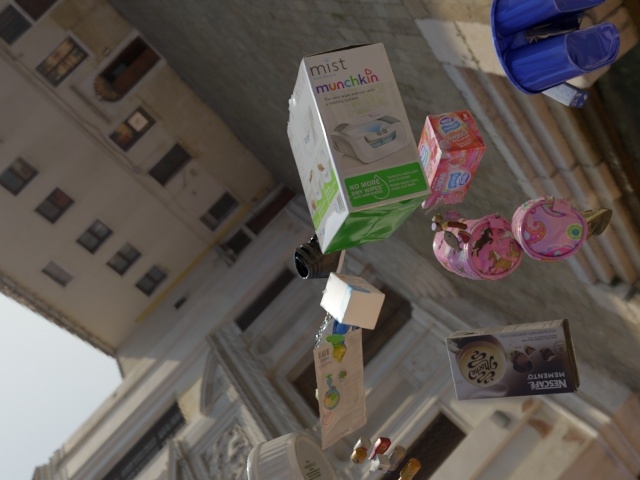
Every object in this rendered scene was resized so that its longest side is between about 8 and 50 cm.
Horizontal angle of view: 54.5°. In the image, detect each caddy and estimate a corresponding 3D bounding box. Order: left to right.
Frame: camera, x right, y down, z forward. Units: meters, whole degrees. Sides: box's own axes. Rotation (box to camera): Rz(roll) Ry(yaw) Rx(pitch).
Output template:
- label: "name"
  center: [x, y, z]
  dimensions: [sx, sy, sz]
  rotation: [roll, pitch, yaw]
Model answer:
- label: "caddy"
  center: [0.497, -0.454, 1.352]
  dimensions: [0.179, 0.341, 0.241]
  rotation: [-7, 104, 49]

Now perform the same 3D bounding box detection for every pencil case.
- label: "pencil case"
  center: [0.426, 0.016, 1.732]
  dimensions: [0.160, 0.167, 0.386]
  rotation: [56, 177, -2]
- label: "pencil case"
  center: [0.440, -0.030, 1.214]
  dimensions: [0.124, 0.124, 0.284]
  rotation: [42, -165, 9]

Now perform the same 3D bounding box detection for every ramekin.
- label: "ramekin"
  center: [-0.053, 0.609, 1.554]
  dimensions: [0.272, 0.127, 0.273]
  rotation: [53, -168, -16]

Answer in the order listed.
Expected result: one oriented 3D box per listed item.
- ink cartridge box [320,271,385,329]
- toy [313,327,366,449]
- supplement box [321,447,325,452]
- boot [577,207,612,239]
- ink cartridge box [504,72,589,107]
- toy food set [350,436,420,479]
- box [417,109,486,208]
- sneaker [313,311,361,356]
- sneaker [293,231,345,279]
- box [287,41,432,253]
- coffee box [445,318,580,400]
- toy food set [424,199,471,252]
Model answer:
- label: "ink cartridge box"
  center: [0.071, 0.138, 1.480]
  dimensions: [0.092, 0.089, 0.143]
  rotation: [13, -169, -27]
- label: "toy"
  center: [0.033, 0.311, 1.339]
  dimensions: [0.056, 0.137, 0.237]
  rotation: [18, 117, 46]
- label: "supplement box"
  center: [-0.082, 0.779, 2.032]
  dimensions: [0.191, 0.194, 0.129]
  rotation: [32, -138, -77]
- label: "boot"
  center: [0.829, -0.080, 2.072]
  dimensions: [0.203, 0.262, 0.095]
  rotation: [29, 128, 41]
- label: "ink cartridge box"
  center: [0.610, -0.425, 1.676]
  dimensions: [0.207, 0.046, 0.097]
  rotation: [40, -149, 30]
- label: "toy food set"
  center: [0.180, 0.684, 1.921]
  dimensions: [0.232, 0.104, 0.111]
  rotation: [16, -153, -25]
- label: "box"
  center: [0.392, -0.249, 1.950]
  dimensions: [0.300, 0.142, 0.154]
  rotation: [95, 163, -59]
- label: "sneaker"
  center: [0.093, 0.293, 2.229]
  dimensions: [0.147, 0.329, 0.129]
  rotation: [19, -147, -8]
- label: "sneaker"
  center: [0.000, 0.000, 1.879]
  dimensions: [0.105, 0.147, 0.295]
  rotation: [35, 129, 41]
- label: "box"
  center: [0.041, -0.125, 0.944]
  dimensions: [0.262, 0.127, 0.231]
  rotation: [116, 139, -74]
- label: "coffee box"
  center: [0.494, 0.307, 1.600]
  dimensions: [0.119, 0.297, 0.168]
  rotation: [-6, -94, -63]
- label: "toy food set"
  center: [0.293, -0.030, 1.395]
  dimensions: [0.122, 0.078, 0.019]
  rotation: [45, -145, -6]
